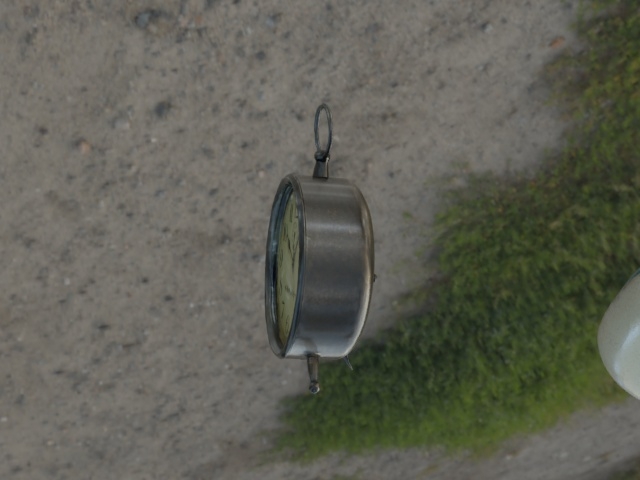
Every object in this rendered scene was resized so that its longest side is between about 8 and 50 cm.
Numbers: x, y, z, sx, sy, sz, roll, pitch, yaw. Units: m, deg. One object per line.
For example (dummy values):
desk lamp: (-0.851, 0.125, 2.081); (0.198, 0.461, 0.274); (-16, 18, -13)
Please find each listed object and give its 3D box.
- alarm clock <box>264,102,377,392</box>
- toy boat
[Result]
alarm clock: (0.000, 0.000, 0.638); (0.064, 0.129, 0.191); (0, 98, -13)
toy boat: (0.516, 0.114, 1.144); (0.319, 0.148, 0.267); (10, 141, 3)
